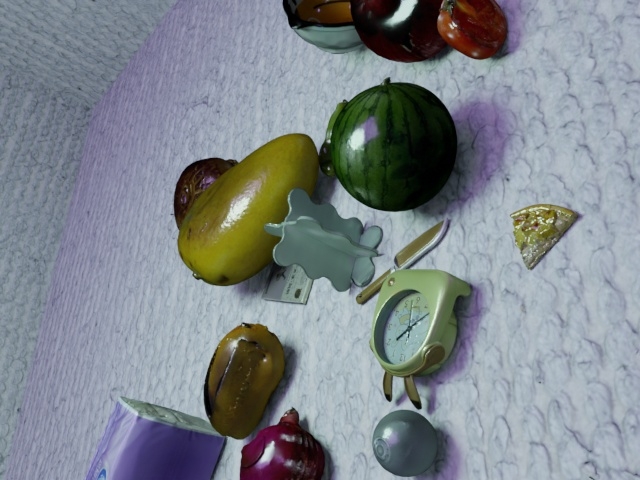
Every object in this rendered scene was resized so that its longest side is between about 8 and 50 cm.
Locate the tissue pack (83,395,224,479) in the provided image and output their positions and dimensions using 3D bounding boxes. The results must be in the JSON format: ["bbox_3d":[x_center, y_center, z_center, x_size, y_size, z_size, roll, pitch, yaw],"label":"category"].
[{"bbox_3d":[-0.385,0.541,1.581,0.160,0.242,0.338,11,79,55],"label":"tissue pack"}]

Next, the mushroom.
[{"bbox_3d":[-0.318,-0.122,2.018,0.297,0.163,0.278,-14,58,53],"label":"mushroom"}]

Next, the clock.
[{"bbox_3d":[0.157,0.164,1.213,0.170,0.069,0.231,-1,69,55],"label":"clock"}]

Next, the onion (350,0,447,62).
[{"bbox_3d":[0.159,-0.505,1.478,0.273,0.285,0.272,10,105,39],"label":"onion"}]

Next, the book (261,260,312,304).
[{"bbox_3d":[-0.070,0.083,1.650,0.182,0.014,0.127,0,68,55],"label":"book"}]

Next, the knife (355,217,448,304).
[{"bbox_3d":[0.150,0.039,1.354,0.256,0.022,0.046,-43,34,31],"label":"knife"}]

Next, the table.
[{"bbox_3d":[0.000,0.000,1.430,0.167,0.198,0.166,-34,42,39],"label":"table"}]

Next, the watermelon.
[{"bbox_3d":[0.134,-0.173,1.321,0.242,0.242,0.242,-35,43,39],"label":"watermelon"}]

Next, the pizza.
[{"bbox_3d":[0.337,-0.007,1.108,0.123,0.026,0.108,-1,70,55],"label":"pizza"}]

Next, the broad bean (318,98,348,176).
[{"bbox_3d":[0.036,-0.247,1.693,0.070,0.048,0.213,-10,63,48],"label":"broad bean"}]

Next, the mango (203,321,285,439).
[{"bbox_3d":[-0.160,0.299,1.517,0.156,0.151,0.248,10,83,16],"label":"mango"}]

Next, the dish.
[{"bbox_3d":[0.047,-0.549,1.759,0.120,0.303,0.303,82,-174,-47],"label":"dish"}]

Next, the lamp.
[{"bbox_3d":[0.131,0.317,1.111,0.105,0.105,0.105,-35,43,39],"label":"lamp"}]

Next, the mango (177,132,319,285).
[{"bbox_3d":[-0.162,-0.076,1.715,0.445,0.221,0.301,-46,22,13],"label":"mango"}]

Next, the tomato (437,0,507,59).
[{"bbox_3d":[0.280,-0.408,1.372,0.091,0.139,0.159,-43,33,50],"label":"tomato"}]

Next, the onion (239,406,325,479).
[{"bbox_3d":[-0.081,0.397,1.336,0.173,0.135,0.198,-38,38,31],"label":"onion"}]
